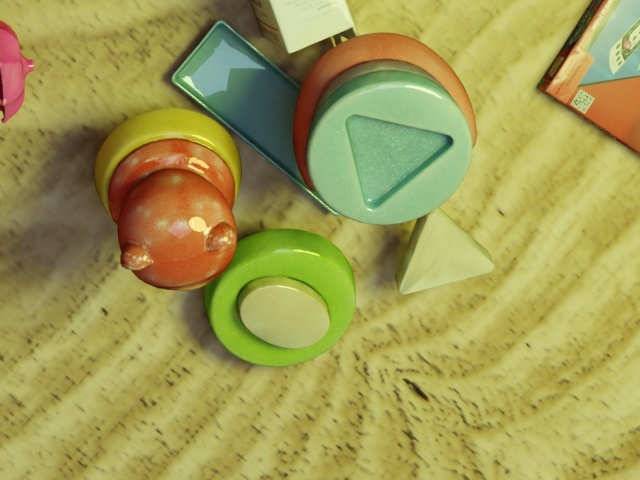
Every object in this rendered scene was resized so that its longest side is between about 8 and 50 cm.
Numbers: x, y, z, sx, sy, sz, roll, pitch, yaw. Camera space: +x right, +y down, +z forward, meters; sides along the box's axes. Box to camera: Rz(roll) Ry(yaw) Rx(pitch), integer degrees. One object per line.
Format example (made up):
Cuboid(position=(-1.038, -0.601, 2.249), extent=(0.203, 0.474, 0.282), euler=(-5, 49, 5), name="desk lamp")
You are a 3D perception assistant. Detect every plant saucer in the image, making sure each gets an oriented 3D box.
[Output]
Cuboid(position=(-0.036, -0.103, 1.681), extent=(0.192, 0.018, 0.067), euler=(39, 92, -19), name="plant saucer")

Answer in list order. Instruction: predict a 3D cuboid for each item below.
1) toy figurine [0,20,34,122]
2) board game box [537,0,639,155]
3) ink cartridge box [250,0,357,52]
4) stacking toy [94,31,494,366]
Cuboid(position=(-0.312, -0.138, 1.568), extent=(0.159, 0.130, 0.173), euler=(31, 116, -27), name="toy figurine")
Cuboid(position=(0.325, -0.214, 1.736), extent=(0.145, 0.027, 0.281), euler=(31, 94, -19), name="board game box")
Cuboid(position=(-0.028, -0.217, 1.609), extent=(0.061, 0.104, 0.181), euler=(-23, 107, -7), name="ink cartridge box")
Cuboid(position=(0.000, 0.000, 1.599), extent=(0.309, 0.130, 0.279), euler=(-23, 124, 6), name="stacking toy")
